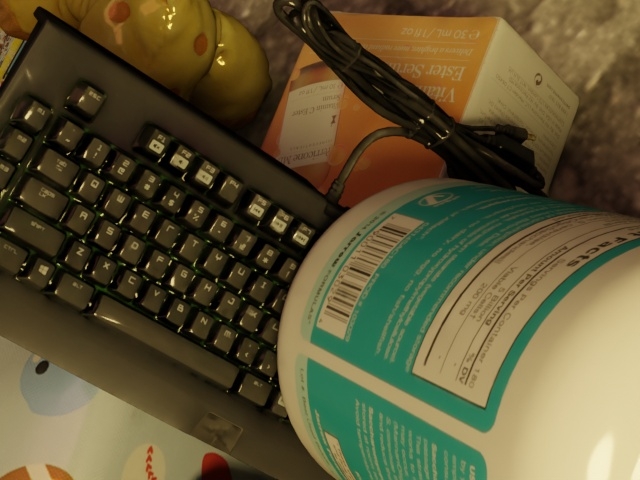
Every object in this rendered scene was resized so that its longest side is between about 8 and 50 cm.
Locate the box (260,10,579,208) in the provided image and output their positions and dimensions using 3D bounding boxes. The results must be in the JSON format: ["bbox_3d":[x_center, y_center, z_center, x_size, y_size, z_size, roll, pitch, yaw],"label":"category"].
[{"bbox_3d":[0.039,-0.026,0.763,0.130,0.091,0.170,9,72,41],"label":"box"}]

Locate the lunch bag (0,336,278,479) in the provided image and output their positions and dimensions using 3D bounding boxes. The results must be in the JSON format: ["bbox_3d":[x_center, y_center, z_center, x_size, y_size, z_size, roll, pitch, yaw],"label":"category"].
[{"bbox_3d":[-0.224,0.188,0.757,0.385,0.239,0.328,6,71,33],"label":"lunch bag"}]

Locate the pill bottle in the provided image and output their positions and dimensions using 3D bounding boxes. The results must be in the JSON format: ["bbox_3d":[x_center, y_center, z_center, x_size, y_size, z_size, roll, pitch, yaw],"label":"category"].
[{"bbox_3d":[0.096,0.062,0.520,0.146,0.146,0.264,-59,26,-4],"label":"pill bottle"}]

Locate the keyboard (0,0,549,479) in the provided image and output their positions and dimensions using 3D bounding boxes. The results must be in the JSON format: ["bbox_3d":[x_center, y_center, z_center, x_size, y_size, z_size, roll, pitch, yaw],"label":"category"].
[{"bbox_3d":[0.000,0.000,0.628,0.033,0.317,0.201,14,75,56],"label":"keyboard"}]

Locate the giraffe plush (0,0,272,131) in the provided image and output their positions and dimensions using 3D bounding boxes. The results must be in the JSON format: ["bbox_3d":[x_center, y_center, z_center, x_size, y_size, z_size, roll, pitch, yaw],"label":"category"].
[{"bbox_3d":[-0.120,-0.070,0.852,0.210,0.181,0.170,-5,61,55],"label":"giraffe plush"}]

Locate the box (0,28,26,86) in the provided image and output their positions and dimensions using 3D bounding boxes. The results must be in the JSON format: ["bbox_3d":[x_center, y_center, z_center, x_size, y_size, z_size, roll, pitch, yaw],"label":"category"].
[{"bbox_3d":[-0.252,-0.063,1.048,0.159,0.044,0.233,20,79,43],"label":"box"}]
